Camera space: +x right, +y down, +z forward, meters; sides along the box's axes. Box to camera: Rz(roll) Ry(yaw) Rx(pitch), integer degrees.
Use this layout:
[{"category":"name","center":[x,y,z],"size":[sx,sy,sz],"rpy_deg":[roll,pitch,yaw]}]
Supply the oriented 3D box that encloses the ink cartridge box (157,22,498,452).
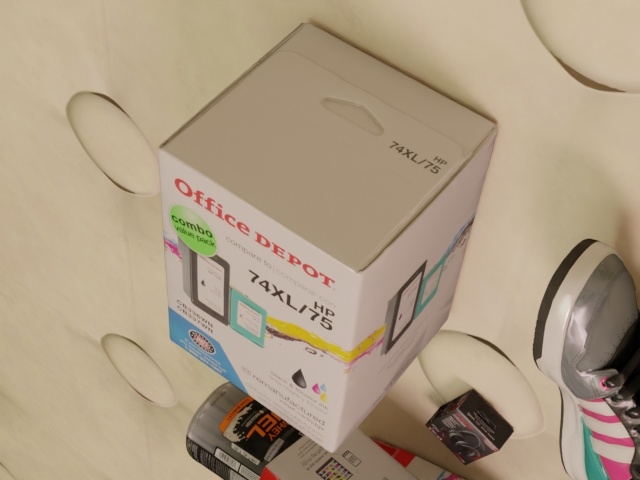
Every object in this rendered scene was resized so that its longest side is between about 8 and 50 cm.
[{"category":"ink cartridge box","center":[0.000,0.000,0.982],"size":[0.198,0.197,0.270],"rpy_deg":[32,146,20]}]

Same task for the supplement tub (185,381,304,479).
[{"category":"supplement tub","center":[-0.067,0.271,1.452],"size":[0.190,0.117,0.117],"rpy_deg":[28,145,24]}]

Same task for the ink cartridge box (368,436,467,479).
[{"category":"ink cartridge box","center":[0.136,0.332,1.323],"size":[0.231,0.078,0.134],"rpy_deg":[20,140,35]}]

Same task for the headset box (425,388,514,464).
[{"category":"headset box","center":[0.156,0.193,1.184],"size":[0.062,0.032,0.083],"rpy_deg":[45,150,0]}]

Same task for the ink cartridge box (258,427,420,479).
[{"category":"ink cartridge box","center":[0.036,0.392,1.270],"size":[0.272,0.130,0.309],"rpy_deg":[37,132,19]}]

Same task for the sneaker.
[{"category":"sneaker","center":[0.271,0.135,0.891],"size":[0.178,0.124,0.295],"rpy_deg":[25,152,37]}]
